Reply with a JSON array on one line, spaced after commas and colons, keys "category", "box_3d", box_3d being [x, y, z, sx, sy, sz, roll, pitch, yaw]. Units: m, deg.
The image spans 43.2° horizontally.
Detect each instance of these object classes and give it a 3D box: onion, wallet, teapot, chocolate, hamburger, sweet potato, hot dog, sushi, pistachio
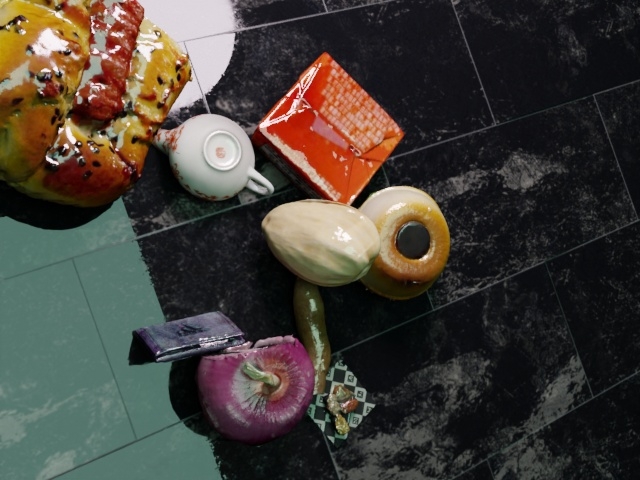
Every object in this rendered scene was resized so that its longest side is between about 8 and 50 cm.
[{"category": "onion", "box_3d": [-0.111, 0.266, 1.417, 0.207, 0.200, 0.200, -20, 90, -56]}, {"category": "wallet", "box_3d": [-0.227, 0.168, 1.410, 0.166, 0.111, 0.030, -9, 113, -29]}, {"category": "teapot", "box_3d": [-0.188, -0.148, 1.494, 0.245, 0.116, 0.159, 37, 56, -23]}, {"category": "chocolate", "box_3d": [0.008, -0.204, 1.592, 0.237, 0.108, 0.235, 43, 65, -15]}, {"category": "hamburger", "box_3d": [0.157, 0.007, 1.607, 0.237, 0.147, 0.237, 0, 91, -19]}, {"category": "sweet potato", "box_3d": [-0.018, 0.154, 1.541, 0.067, 0.059, 0.281, 1, 81, -36]}, {"category": "hot dog", "box_3d": [-0.403, -0.245, 1.300, 0.367, 0.196, 0.365, 43, 64, -45]}, {"category": "sushi", "box_3d": [0.042, 0.314, 1.559, 0.126, 0.026, 0.120, -44, 100, -26]}, {"category": "pistachio", "box_3d": [0.000, 0.000, 1.495, 0.229, 0.157, 0.157, 20, 66, 24]}]
